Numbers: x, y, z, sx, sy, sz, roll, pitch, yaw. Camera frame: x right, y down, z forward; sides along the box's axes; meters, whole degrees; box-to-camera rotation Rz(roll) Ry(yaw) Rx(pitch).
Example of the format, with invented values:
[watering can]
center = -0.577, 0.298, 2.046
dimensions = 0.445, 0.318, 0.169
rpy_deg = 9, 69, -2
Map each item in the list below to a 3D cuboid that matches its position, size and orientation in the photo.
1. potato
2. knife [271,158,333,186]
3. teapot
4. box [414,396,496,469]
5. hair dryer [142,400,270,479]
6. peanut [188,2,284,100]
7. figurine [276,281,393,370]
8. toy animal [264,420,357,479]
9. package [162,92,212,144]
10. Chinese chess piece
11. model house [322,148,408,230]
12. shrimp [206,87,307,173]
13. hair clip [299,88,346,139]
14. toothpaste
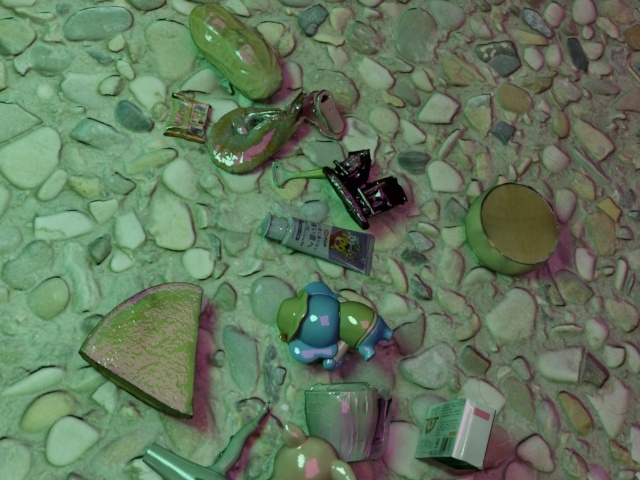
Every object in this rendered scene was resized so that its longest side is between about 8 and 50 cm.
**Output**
[potato]
center = -0.334, 0.216, 1.335
dimensions = 0.269, 0.112, 0.255
rpy_deg = 34, 60, -5
[knife]
center = -0.047, -0.179, 1.620
dimensions = 0.166, 0.022, 0.078
rpy_deg = -5, 78, -17
[teapot]
center = 0.058, 0.408, 1.373
dimensions = 0.163, 0.221, 0.178
rpy_deg = -6, 78, 23
[box]
center = 0.301, 0.438, 1.384
dimensions = 0.081, 0.199, 0.135
rpy_deg = 26, 66, -8
[hair dryer]
center = -0.246, 0.440, 1.305
dimensions = 0.229, 0.092, 0.267
rpy_deg = 17, 51, -3
[peanut]
center = -0.227, -0.506, 1.632
dimensions = 0.152, 0.152, 0.313
rpy_deg = -40, 82, -26
[figurine]
center = 0.024, 0.208, 1.418
dimensions = 0.261, 0.154, 0.180
rpy_deg = 26, 89, 9
[toy animal]
center = -0.054, 0.496, 1.227
dimensions = 0.166, 0.154, 0.250
rpy_deg = 29, 104, -6
[package]
center = -0.341, -0.314, 1.583
dimensions = 0.107, 0.031, 0.121
rpy_deg = 12, 72, -11
[Chinese chess piece]
center = 0.525, -0.032, 1.689
dimensions = 0.257, 0.104, 0.258
rpy_deg = 6, 67, -14
[model house]
center = 0.119, -0.144, 1.589
dimensions = 0.164, 0.141, 0.203
rpy_deg = -33, 85, -4
[shrimp]
center = -0.160, -0.301, 1.601
dimensions = 0.168, 0.077, 0.317
rpy_deg = 44, 73, 3
[hair clip]
center = 0.003, -0.345, 1.699
dimensions = 0.123, 0.102, 0.138
rpy_deg = -46, 119, -24
[toothpaste]
center = 0.000, 0.000, 1.546
dimensions = 0.299, 0.073, 0.114
rpy_deg = 16, 66, -19
